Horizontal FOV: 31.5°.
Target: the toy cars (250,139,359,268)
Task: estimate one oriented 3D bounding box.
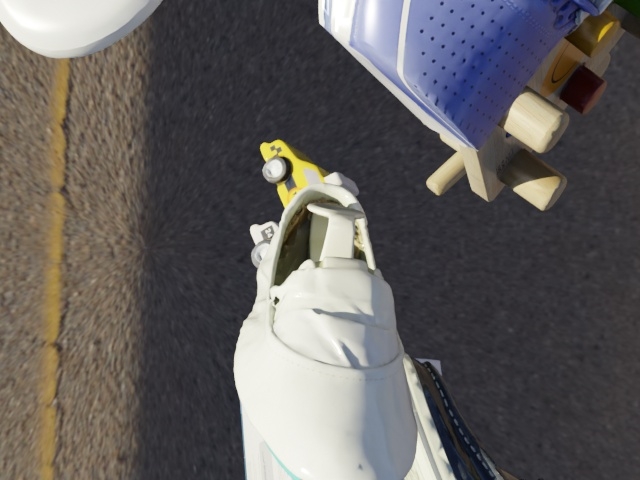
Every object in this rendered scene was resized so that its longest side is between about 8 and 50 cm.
[{"bbox_3d":[0.000,0.000,1.350,0.087,0.394,0.176,-31,116,17],"label":"toy cars"}]

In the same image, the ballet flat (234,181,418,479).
[{"bbox_3d":[0.003,0.052,0.924,0.139,0.400,0.139,-1,112,-3],"label":"ballet flat"}]

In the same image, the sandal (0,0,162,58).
[{"bbox_3d":[-0.133,-0.315,0.772,0.169,0.102,0.417,-3,77,18],"label":"sandal"}]

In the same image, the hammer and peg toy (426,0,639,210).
[{"bbox_3d":[0.211,-0.146,1.001,0.127,0.361,0.266,37,86,17],"label":"hammer and peg toy"}]

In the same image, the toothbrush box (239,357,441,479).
[{"bbox_3d":[0.041,0.281,1.644,0.295,0.126,0.216,7,65,-33],"label":"toothbrush box"}]

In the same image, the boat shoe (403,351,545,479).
[{"bbox_3d":[0.217,0.315,1.141,0.156,0.187,0.500,-33,89,-6],"label":"boat shoe"}]

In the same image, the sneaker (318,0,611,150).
[{"bbox_3d":[0.140,-0.183,0.464,0.127,0.182,0.316,29,89,-47],"label":"sneaker"}]
